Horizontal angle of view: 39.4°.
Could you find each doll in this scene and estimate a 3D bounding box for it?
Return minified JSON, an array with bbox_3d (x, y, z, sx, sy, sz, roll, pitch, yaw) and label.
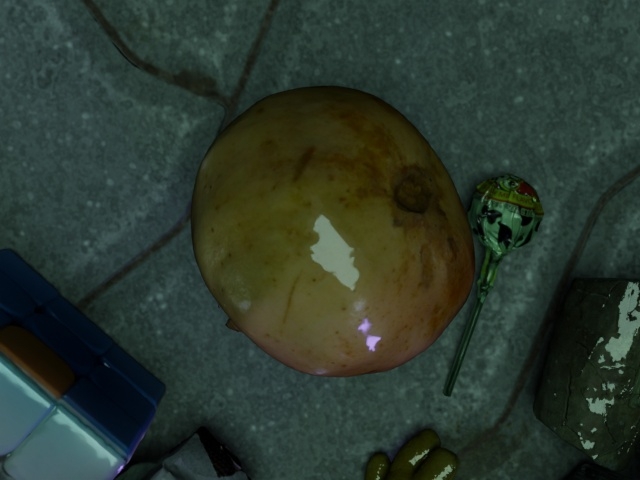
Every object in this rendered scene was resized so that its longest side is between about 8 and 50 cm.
[{"bbox_3d":[0.103,0.346,1.162,0.209,0.137,0.097,-47,138,7],"label":"doll"}]

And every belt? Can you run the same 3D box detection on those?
[{"bbox_3d":[-0.223,0.359,1.110,0.289,0.184,0.164,-42,91,-3],"label":"belt"}]

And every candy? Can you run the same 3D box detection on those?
[{"bbox_3d":[0.203,0.062,1.153,0.091,0.083,0.305,16,103,-5],"label":"candy"}]

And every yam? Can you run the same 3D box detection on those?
[{"bbox_3d":[0.361,0.147,1.126,0.154,0.154,0.254,18,100,-3],"label":"yam"}]

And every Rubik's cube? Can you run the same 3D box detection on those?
[{"bbox_3d":[-0.392,0.217,1.033,0.290,0.291,0.291,42,94,-6],"label":"Rubik's cube"}]

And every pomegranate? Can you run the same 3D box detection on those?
[{"bbox_3d":[0.000,0.000,1.027,0.338,0.338,0.338,0,96,-2],"label":"pomegranate"}]

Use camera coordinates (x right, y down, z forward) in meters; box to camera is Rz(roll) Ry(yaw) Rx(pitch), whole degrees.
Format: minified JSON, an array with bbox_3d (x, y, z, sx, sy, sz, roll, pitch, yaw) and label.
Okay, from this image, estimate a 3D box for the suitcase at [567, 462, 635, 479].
[{"bbox_3d":[0.407,0.388,1.068,0.202,0.312,0.128,43,82,-4],"label":"suitcase"}]
